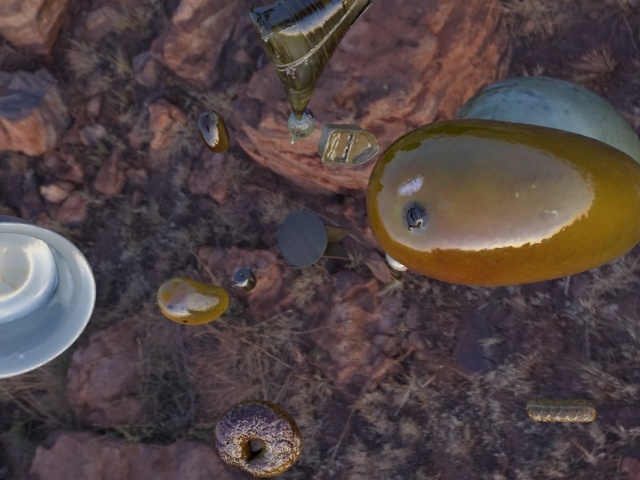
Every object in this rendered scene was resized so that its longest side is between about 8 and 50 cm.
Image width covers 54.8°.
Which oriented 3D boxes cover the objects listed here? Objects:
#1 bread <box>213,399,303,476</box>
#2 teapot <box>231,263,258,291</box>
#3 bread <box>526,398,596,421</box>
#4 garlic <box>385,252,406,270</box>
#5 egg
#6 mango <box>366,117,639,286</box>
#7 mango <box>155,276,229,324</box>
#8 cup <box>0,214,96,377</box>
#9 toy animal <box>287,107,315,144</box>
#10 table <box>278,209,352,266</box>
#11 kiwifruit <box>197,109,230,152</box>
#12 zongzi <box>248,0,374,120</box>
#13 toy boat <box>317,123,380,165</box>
[{"bbox_3d":[-0.131,0.418,1.294,0.193,0.064,0.193,2,108,7],"label":"bread"},{"bbox_3d":[-0.264,0.128,2.173,0.076,0.068,0.121,31,67,37],"label":"teapot"},{"bbox_3d":[0.558,0.395,1.436,0.157,0.044,0.052,-10,67,36],"label":"bread"},{"bbox_3d":[0.236,-0.001,1.718,0.099,0.124,0.175,144,138,-70],"label":"garlic"},{"bbox_3d":[0.425,-0.135,1.198,0.345,0.427,0.345,-43,32,35],"label":"egg"},{"bbox_3d":[0.166,-0.033,0.523,0.254,0.175,0.139,-1,110,-4],"label":"mango"},{"bbox_3d":[-0.321,0.154,1.539,0.115,0.178,0.090,-68,26,8],"label":"mango"},{"bbox_3d":[-0.643,0.089,1.227,0.347,0.347,0.163,-55,41,6],"label":"cup"},{"bbox_3d":[-0.067,-0.388,2.075,0.137,0.098,0.098,126,136,-58],"label":"toy animal"},{"bbox_3d":[0.000,0.000,1.903,0.167,0.226,0.167,-2,85,29],"label":"table"},{"bbox_3d":[-0.290,-0.294,1.680,0.075,0.125,0.075,-9,38,7],"label":"kiwifruit"},{"bbox_3d":[0.018,-0.369,1.131,0.247,0.241,0.111,-32,54,-4],"label":"zongzi"},{"bbox_3d":[0.085,-0.282,1.806,0.061,0.188,0.116,51,132,48],"label":"toy boat"}]
